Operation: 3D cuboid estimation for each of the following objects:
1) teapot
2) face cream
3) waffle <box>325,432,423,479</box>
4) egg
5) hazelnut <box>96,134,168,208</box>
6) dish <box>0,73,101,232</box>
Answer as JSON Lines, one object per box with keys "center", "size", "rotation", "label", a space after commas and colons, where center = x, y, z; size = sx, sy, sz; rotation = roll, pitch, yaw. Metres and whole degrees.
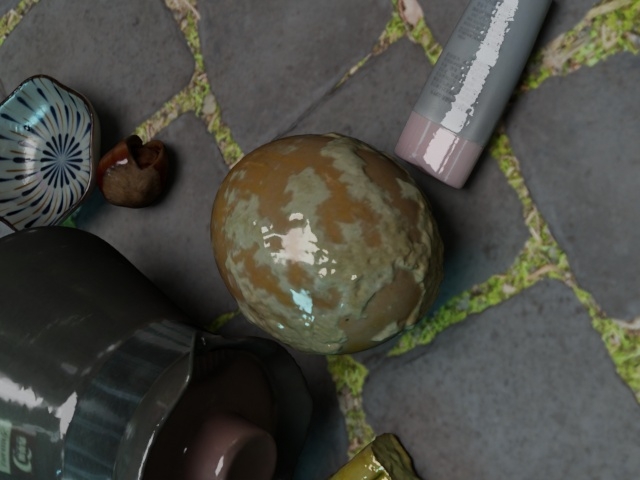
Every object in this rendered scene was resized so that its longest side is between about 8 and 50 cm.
{"center": [-0.198, 0.193, 1.197], "size": [0.361, 0.305, 0.376], "rotation": [18, 126, 37], "label": "teapot"}
{"center": [0.144, -0.150, 1.159], "size": [0.084, 0.057, 0.198], "rotation": [34, 104, 32], "label": "face cream"}
{"center": [0.068, 0.332, 1.140], "size": [0.168, 0.057, 0.274], "rotation": [-43, 63, 22], "label": "waffle"}
{"center": [0.000, 0.000, 1.145], "size": [0.245, 0.203, 0.203], "rotation": [31, 101, 39], "label": "egg"}
{"center": [-0.205, -0.077, 1.366], "size": [0.086, 0.086, 0.086], "rotation": [-5, 81, 32], "label": "hazelnut"}
{"center": [-0.309, -0.093, 1.438], "size": [0.190, 0.066, 0.191], "rotation": [-4, 82, 31], "label": "dish"}
